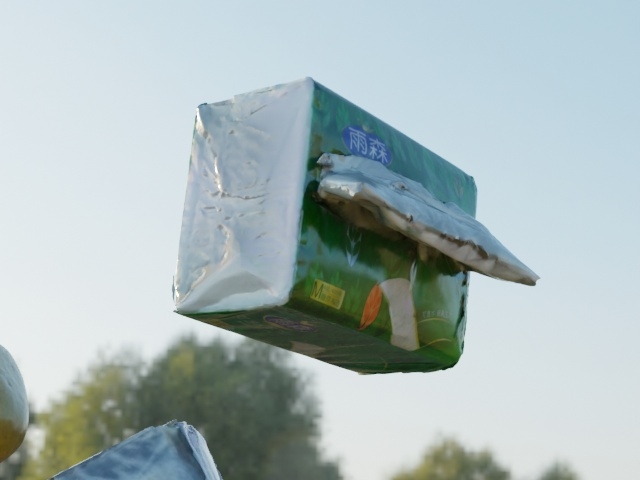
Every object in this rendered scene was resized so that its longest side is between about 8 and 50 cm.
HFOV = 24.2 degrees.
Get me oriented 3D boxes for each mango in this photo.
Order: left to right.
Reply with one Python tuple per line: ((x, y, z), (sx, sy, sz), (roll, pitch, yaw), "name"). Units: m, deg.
((-0.337, 0.149, 1.428), (0.098, 0.137, 0.195), (-38, 4, 5), "mango")

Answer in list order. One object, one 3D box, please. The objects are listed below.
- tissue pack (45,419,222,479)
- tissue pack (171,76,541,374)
((-0.127, 0.329, 0.984), (0.259, 0.361, 0.122), (-26, -12, -6), "tissue pack")
((0.030, -0.003, 0.985), (0.156, 0.148, 0.209), (-8, -20, 36), "tissue pack")
